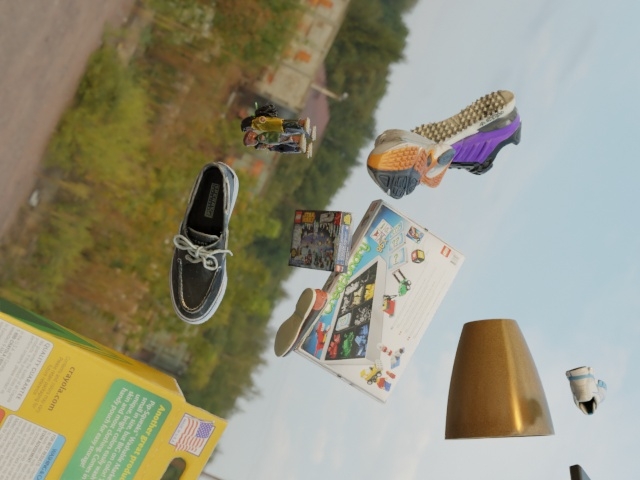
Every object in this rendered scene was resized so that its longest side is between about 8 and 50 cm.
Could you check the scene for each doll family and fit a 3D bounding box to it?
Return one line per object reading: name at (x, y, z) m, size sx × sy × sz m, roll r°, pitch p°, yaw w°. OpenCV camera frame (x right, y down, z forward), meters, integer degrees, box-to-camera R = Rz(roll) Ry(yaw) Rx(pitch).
doll family at (-0.070, -0.167, 1.517) m, size 0.193 × 0.111 × 0.076 m, roll 44°, pitch 49°, yaw -82°

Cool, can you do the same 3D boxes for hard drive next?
hard drive at (0.446, 0.452, 1.629) m, size 0.022 × 0.094 × 0.135 m, roll -23°, pitch -145°, yaw 25°

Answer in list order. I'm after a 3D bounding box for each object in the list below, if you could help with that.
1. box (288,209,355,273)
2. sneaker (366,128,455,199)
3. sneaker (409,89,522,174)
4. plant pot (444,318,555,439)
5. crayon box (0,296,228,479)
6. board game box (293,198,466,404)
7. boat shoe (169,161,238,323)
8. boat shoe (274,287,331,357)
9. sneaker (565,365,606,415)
box at (0.000, 0.000, 1.529) m, size 0.137 × 0.027 × 0.094 m, roll 4°, pitch -95°, yaw 57°
sneaker at (0.126, -0.141, 1.682) m, size 0.262 × 0.121 × 0.099 m, roll -7°, pitch 124°, yaw -61°
sneaker at (0.292, -0.186, 2.057) m, size 0.293 × 0.146 × 0.102 m, roll -25°, pitch -146°, yaw 7°
plant pot at (0.379, 0.304, 2.150) m, size 0.237 × 0.237 × 0.254 m, roll 139°, pitch -50°, yaw -71°
crayon box at (-0.286, 0.195, 1.004) m, size 0.203 × 0.323 × 0.083 m, roll -61°, pitch -161°, yaw 0°
board game box at (0.102, 0.107, 1.722) m, size 0.305 × 0.193 × 0.053 m, roll -59°, pitch -166°, yaw -10°
boat shoe at (-0.215, 0.006, 1.811) m, size 0.105 × 0.113 × 0.306 m, roll -19°, pitch 125°, yaw -87°
boat shoe at (-0.031, 0.138, 1.618) m, size 0.049 × 0.043 × 0.137 m, roll 47°, pitch -66°, yaw 45°
sneaker at (0.544, 0.321, 2.007) m, size 0.071 × 0.190 × 0.083 m, roll -15°, pitch -117°, yaw 23°
